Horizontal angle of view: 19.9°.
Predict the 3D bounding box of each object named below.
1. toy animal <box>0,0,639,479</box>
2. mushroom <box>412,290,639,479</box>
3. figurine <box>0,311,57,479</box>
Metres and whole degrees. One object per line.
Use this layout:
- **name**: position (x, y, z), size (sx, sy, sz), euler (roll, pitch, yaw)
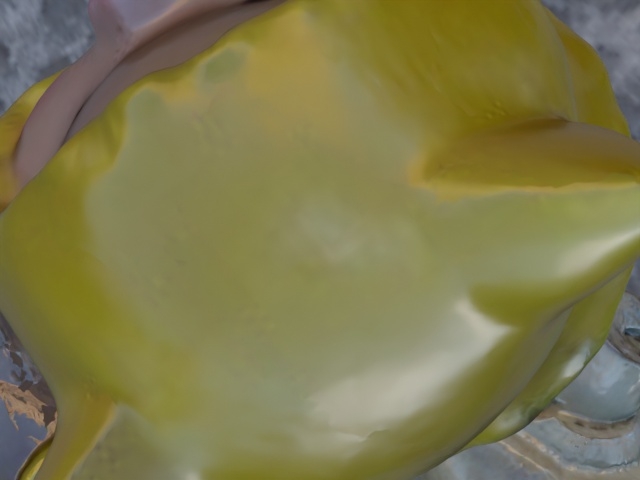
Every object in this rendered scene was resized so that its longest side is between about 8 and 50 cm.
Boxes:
- **toy animal**: position (0.004, -0.003, 0.429), size (0.156, 0.230, 0.156), euler (1, 98, 10)
- **mushroom**: position (0.189, 0.129, 1.452), size (0.254, 0.260, 0.234), euler (-18, 146, -35)
- **figurine**: position (-0.229, 0.099, 1.107), size (0.215, 0.343, 0.187), euler (-43, 170, 17)
